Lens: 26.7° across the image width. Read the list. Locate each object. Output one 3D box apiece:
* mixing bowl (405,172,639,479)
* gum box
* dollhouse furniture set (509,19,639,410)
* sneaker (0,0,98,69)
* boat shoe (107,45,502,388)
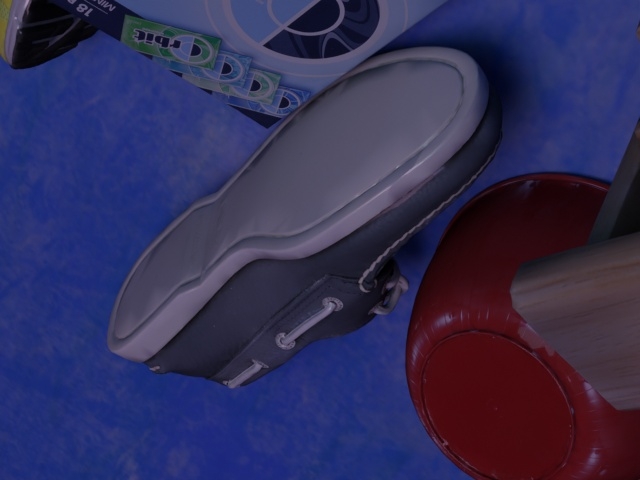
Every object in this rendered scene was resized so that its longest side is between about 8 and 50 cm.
[{"bbox_3d":[0.112,0.067,0.705,0.181,0.098,0.181,17,122,30],"label":"mixing bowl"},{"bbox_3d":[-0.029,-0.144,0.663,0.157,0.041,0.184,28,141,-29],"label":"gum box"},{"bbox_3d":[0.073,-0.174,0.393,0.394,0.256,0.362,43,145,-22],"label":"dollhouse furniture set"},{"bbox_3d":[-0.154,-0.192,0.746,0.094,0.081,0.208,37,128,19],"label":"sneaker"},{"bbox_3d":[0.000,0.000,0.764,0.099,0.116,0.319,31,137,-26],"label":"boat shoe"}]
